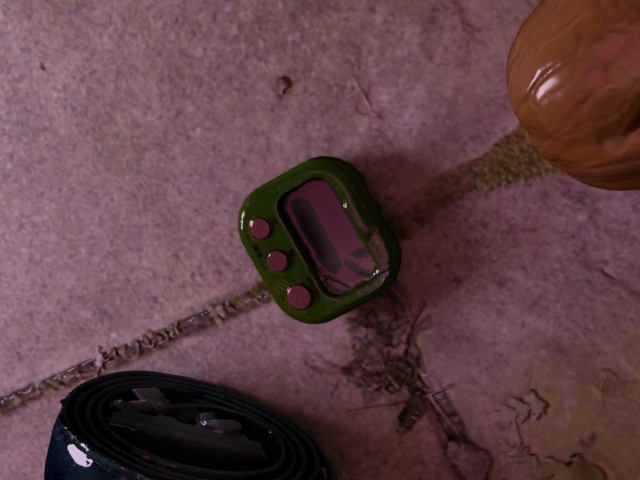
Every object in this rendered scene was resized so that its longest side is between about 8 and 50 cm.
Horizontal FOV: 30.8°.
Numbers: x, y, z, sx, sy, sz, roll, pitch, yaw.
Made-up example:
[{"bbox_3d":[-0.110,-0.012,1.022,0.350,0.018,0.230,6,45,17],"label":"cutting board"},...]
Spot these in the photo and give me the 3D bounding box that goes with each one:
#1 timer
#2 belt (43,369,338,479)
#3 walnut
[{"bbox_3d":[0.000,0.000,1.056,0.128,0.047,0.140,-28,93,20],"label":"timer"},{"bbox_3d":[-0.114,0.212,1.045,0.268,0.206,0.116,17,108,4],"label":"belt"},{"bbox_3d":[0.255,-0.138,0.892,0.226,0.193,0.193,-36,91,29],"label":"walnut"}]
